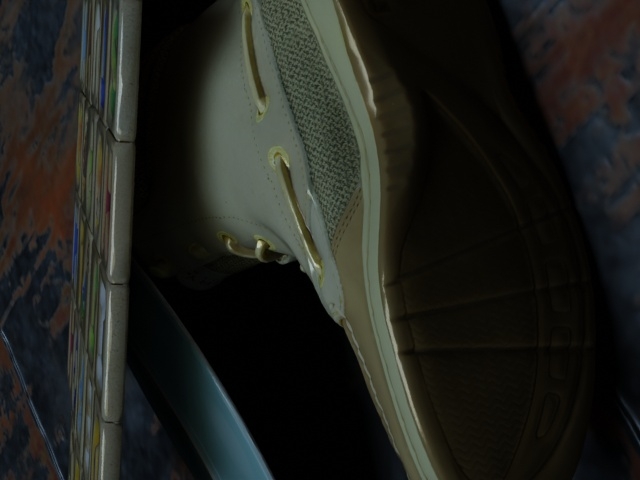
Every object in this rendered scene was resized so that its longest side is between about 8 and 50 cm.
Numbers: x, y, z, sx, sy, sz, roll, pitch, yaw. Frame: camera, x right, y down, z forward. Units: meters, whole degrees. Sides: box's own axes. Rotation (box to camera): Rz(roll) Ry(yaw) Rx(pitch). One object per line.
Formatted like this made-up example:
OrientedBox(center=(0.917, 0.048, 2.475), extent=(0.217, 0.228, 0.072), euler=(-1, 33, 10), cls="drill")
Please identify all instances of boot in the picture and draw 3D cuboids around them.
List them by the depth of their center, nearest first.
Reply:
OrientedBox(center=(0.000, 0.000, 0.624), extent=(0.203, 0.095, 0.262), euler=(-32, 71, 54), cls="boot")

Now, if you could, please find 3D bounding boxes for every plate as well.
OrientedBox(center=(-0.061, 0.087, 0.728), extent=(0.188, 0.024, 0.188), euler=(55, 168, 18), cls="plate")

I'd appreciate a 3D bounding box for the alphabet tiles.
OrientedBox(center=(-0.110, -0.006, 0.735), extent=(0.285, 0.011, 0.343), euler=(-140, 53, -74), cls="alphabet tiles")
